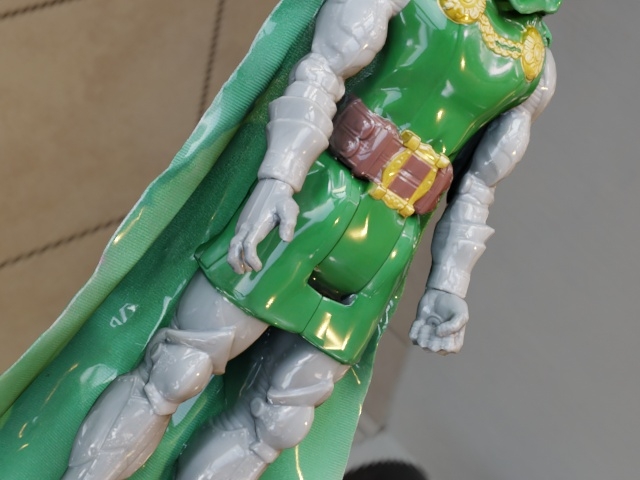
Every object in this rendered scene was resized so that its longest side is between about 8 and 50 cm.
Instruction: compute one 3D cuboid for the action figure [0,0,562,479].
[{"bbox_3d":[0.000,0.000,0.385,0.137,0.063,0.232,29,96,-39],"label":"action figure"}]
